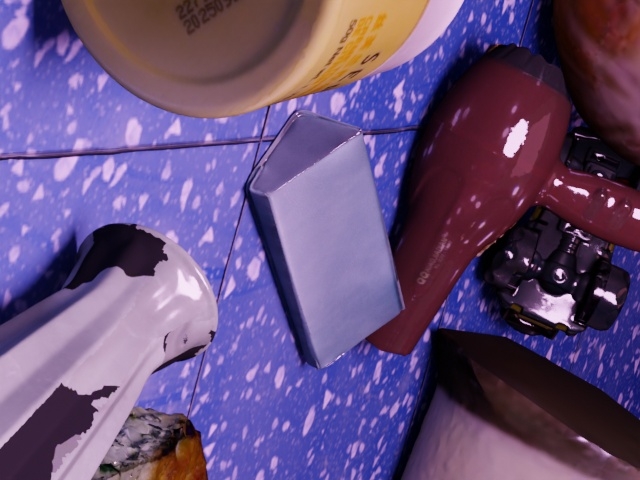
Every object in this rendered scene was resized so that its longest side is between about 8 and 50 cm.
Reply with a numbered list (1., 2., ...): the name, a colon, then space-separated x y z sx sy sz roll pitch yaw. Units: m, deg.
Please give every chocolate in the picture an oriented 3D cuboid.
1. chocolate: 0.208 0.288 2.059 0.297 0.326 0.314 -54 160 8

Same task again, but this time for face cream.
1. face cream: -0.034 -0.196 1.223 0.179 0.218 0.218 -23 130 -56

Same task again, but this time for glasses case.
1. glasses case: 0.000 0.000 1.670 0.105 0.056 0.266 -34 145 -13

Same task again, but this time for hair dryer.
1. hair dryer: 0.234 0.008 1.834 0.123 0.340 0.312 -99 -148 -81

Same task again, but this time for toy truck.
1. toy truck: 0.267 -0.005 2.123 0.165 0.147 0.224 118 -5 -83

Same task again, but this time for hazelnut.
1. hazelnut: 0.397 -0.200 1.981 0.372 0.372 0.315 -38 164 -49

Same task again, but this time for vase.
1. vase: -0.201 0.127 1.227 0.360 0.165 0.165 -47 148 -46

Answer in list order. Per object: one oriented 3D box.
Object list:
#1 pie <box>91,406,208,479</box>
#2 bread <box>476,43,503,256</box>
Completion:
1. pie: -0.183 0.276 1.433 0.355 0.103 0.288 -28 133 -61
2. bread: 0.179 -0.079 1.937 0.105 0.076 0.233 -27 134 -54
